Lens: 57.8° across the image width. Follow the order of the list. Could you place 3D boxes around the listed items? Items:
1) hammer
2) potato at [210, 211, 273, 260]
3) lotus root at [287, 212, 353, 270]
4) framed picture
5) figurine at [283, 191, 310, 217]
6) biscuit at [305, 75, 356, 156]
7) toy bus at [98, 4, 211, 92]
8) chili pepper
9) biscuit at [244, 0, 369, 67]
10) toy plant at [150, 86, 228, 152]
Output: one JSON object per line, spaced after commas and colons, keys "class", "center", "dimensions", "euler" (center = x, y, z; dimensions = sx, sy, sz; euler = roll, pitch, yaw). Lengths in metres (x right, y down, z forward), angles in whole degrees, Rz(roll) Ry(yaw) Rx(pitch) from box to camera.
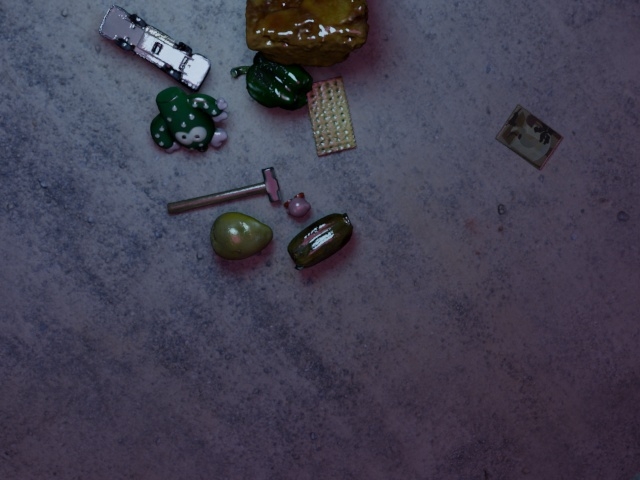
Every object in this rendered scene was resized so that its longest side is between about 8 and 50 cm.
{"class": "hammer", "center": [-0.313, -0.145, 1.873], "dimensions": [0.365, 0.043, 0.111], "euler": [-13, 105, -3]}
{"class": "potato", "center": [-0.252, -0.012, 1.867], "dimensions": [0.194, 0.157, 0.157], "euler": [-1, 103, -21]}
{"class": "lotus root", "center": [0.000, 0.000, 1.904], "dimensions": [0.241, 0.123, 0.124], "euler": [-33, 88, -2]}
{"class": "framed picture", "center": [0.710, -0.350, 1.973], "dimensions": [0.201, 0.010, 0.136], "euler": [31, 97, -13]}
{"class": "figurine", "center": [-0.075, -0.108, 1.898], "dimensions": [0.083, 0.067, 0.071], "euler": [-33, 85, 17]}
{"class": "biscuit", "center": [0.028, -0.400, 1.869], "dimensions": [0.139, 0.016, 0.232], "euler": [-14, 104, -4]}
{"class": "toy bus", "center": [-0.480, -0.560, 1.708], "dimensions": [0.317, 0.138, 0.112], "euler": [31, 92, -12]}
{"class": "chili pepper", "center": [-0.151, -0.492, 1.744], "dimensions": [0.261, 0.174, 0.165], "euler": [36, 123, 21]}
{"class": "biscuit", "center": [-0.036, -0.684, 1.634], "dimensions": [0.342, 0.166, 0.395], "euler": [1, 69, 2]}
{"class": "toy plant", "center": [-0.397, -0.353, 1.753], "dimensions": [0.232, 0.113, 0.243], "euler": [1, 142, -10]}
